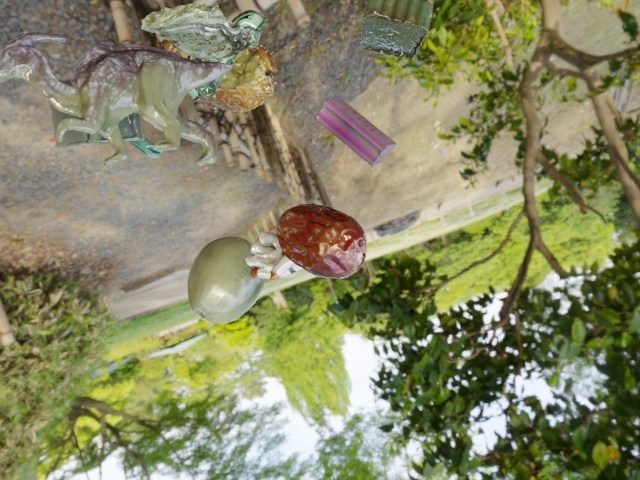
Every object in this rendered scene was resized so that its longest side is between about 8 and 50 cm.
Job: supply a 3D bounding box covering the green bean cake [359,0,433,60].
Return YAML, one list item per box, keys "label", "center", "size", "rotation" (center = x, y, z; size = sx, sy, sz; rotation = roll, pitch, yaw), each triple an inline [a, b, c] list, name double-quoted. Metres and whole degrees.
- label: "green bean cake"
  center: [0.200, -0.579, 1.329]
  size: [0.172, 0.094, 0.181]
  rotation: [14, 173, 2]

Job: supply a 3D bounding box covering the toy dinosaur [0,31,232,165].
- label: "toy dinosaur"
  center: [-0.234, -0.177, 0.613]
  size: [0.077, 0.162, 0.294]
  rotation: [-20, 172, 42]

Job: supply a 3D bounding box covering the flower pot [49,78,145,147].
- label: "flower pot"
  center: [-0.380, -0.214, 0.828]
  size: [0.229, 0.108, 0.103]
  rotation: [6, -163, 45]

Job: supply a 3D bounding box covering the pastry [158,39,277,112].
- label: "pastry"
  center: [-0.346, -0.600, 1.718]
  size: [0.404, 0.293, 0.337]
  rotation: [14, -178, -10]

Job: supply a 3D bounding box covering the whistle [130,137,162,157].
- label: "whistle"
  center: [-0.499, -0.276, 1.311]
  size: [0.039, 0.186, 0.039]
  rotation: [-53, 168, -16]

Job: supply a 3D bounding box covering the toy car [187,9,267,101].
- label: "toy car"
  center: [-0.275, -0.522, 1.362]
  size: [0.306, 0.125, 0.136]
  rotation: [-44, -157, 17]

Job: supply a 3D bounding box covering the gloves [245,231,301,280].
- label: "gloves"
  center: [-0.101, 0.038, 1.409]
  size: [0.218, 0.140, 0.131]
  rotation: [-39, 153, 12]

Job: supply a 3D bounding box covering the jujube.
- label: "jujube"
  center: [0.000, 0.000, 1.205]
  size: [0.250, 0.174, 0.174]
  rotation: [20, -156, 38]

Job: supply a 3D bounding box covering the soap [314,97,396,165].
- label: "soap"
  center: [0.093, -0.283, 1.285]
  size: [0.066, 0.203, 0.122]
  rotation: [-53, 170, 27]

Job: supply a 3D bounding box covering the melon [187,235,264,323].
- label: "melon"
  center: [-0.313, 0.128, 1.664]
  size: [0.271, 0.308, 0.272]
  rotation: [13, 169, 3]

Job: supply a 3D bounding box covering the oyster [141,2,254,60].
- label: "oyster"
  center: [-0.206, -0.362, 0.858]
  size: [0.177, 0.064, 0.124]
  rotation: [9, 153, -41]
